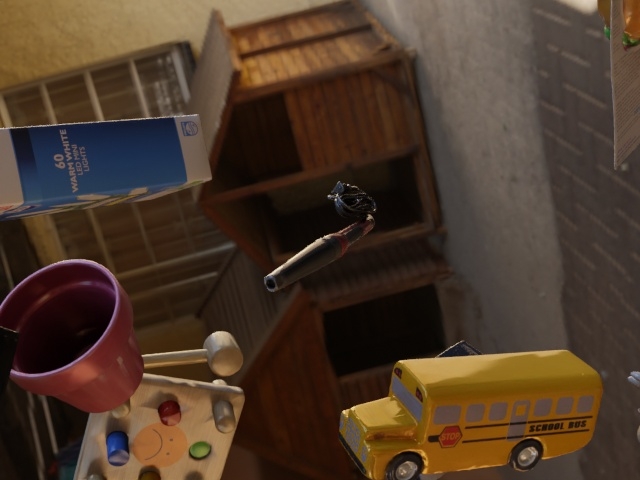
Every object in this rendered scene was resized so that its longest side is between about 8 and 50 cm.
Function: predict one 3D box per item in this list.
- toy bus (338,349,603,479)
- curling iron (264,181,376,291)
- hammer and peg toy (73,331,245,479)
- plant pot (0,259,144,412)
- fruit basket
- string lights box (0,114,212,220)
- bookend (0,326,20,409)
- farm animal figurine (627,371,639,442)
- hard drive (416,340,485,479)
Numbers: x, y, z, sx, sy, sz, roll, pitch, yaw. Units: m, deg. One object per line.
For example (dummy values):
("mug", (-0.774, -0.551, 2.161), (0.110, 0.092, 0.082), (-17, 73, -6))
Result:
("toy bus", (0.197, 0.226, 1.227), (0.108, 0.332, 0.130), (-134, 47, -60))
("curling iron", (0.000, 0.000, 1.050), (0.068, 0.035, 0.274), (41, -148, 3))
("hammer and peg toy", (-0.274, 0.301, 1.615), (0.127, 0.265, 0.361), (-119, 43, -64))
("plant pot", (-0.355, 0.158, 1.390), (0.180, 0.201, 0.201), (68, -175, -51))
("fruit basket", (0.455, -0.326, 1.303), (0.165, 0.327, 0.353), (17, 132, 33))
("string lights box", (-0.260, -0.074, 0.971), (0.133, 0.259, 0.077), (-12, 90, 48))
("bookend", (-0.445, 0.168, 1.075), (0.072, 0.156, 0.157), (40, -125, -60))
("farm animal figurine", (0.521, 0.248, 1.317), (0.330, 0.172, 0.327), (76, -159, -47))
("hard drive", (0.211, 0.285, 1.603), (0.172, 0.254, 0.054), (35, 153, 41))
